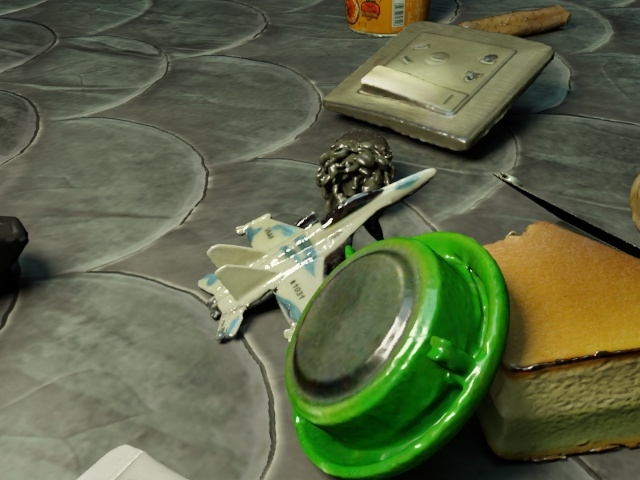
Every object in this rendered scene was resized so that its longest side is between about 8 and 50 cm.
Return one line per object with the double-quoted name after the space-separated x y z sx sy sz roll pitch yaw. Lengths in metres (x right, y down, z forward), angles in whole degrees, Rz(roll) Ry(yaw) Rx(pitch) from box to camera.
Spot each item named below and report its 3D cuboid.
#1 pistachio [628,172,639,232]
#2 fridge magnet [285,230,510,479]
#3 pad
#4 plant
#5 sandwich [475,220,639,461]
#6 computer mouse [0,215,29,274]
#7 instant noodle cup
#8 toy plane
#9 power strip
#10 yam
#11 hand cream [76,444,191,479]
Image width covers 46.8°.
0.413 -0.023 0.726 0.238 0.153 0.137 22 38 -19 "pistachio"
0.049 0.079 0.561 0.208 0.088 0.208 -38 31 28 "fridge magnet"
0.299 0.007 0.710 0.159 0.009 0.265 23 10 -43 "pad"
0.044 -0.082 0.887 0.092 0.094 0.143 17 23 3 "plant"
0.224 0.069 0.616 0.220 0.108 0.186 -6 33 -6 "sandwich"
-0.389 0.013 0.766 0.217 0.073 0.122 5 12 33 "computer mouse"
0.134 -0.512 1.468 0.216 0.172 0.216 -2 32 1 "instant noodle cup"
0.003 0.008 0.731 0.262 0.088 0.192 -24 38 -6 "toy plane"
0.173 -0.220 1.087 0.257 0.092 0.251 25 50 34 "power strip"
0.369 -0.413 1.410 0.241 0.056 0.057 -13 34 -16 "yam"
-0.055 0.212 0.445 0.314 0.089 0.140 8 31 29 "hand cream"
